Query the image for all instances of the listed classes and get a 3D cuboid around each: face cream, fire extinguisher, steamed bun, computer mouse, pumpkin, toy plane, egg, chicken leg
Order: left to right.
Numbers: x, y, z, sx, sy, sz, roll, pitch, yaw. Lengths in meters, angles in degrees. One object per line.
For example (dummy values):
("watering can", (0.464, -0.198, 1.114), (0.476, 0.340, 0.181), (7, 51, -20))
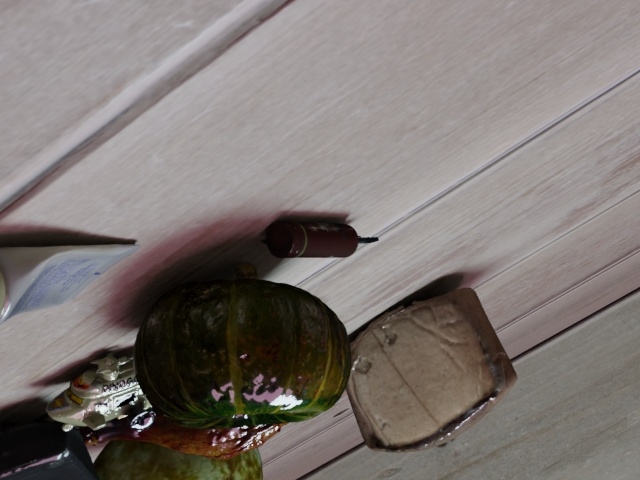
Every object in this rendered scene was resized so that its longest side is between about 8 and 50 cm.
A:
("computer mouse", (-0.407, 0.314, 1.273), (0.170, 0.100, 0.269), (-21, 153, -14))
("face cream", (-0.268, 0.039, 0.840), (0.114, 0.070, 0.224), (-34, 171, 22))
("toy plane", (-0.218, 0.175, 1.207), (0.287, 0.092, 0.108), (-13, 132, -28))
("egg", (-0.232, 0.383, 1.467), (0.290, 0.238, 0.238), (-10, 154, -35))
("chicken leg", (-0.153, 0.241, 1.344), (0.407, 0.157, 0.096), (-21, 166, -4))
("pumpkin", (-0.091, 0.120, 1.082), (0.261, 0.189, 0.260), (-4, 164, -1))
("fire extinguisher", (0.000, 0.000, 1.088), (0.064, 0.043, 0.158), (-4, 177, 37))
("steamed bun", (0.196, 0.234, 1.666), (0.301, 0.251, 0.199), (-31, 171, 22))

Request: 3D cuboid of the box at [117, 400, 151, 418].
("box", (-0.269, 0.222, 1.273), (0.058, 0.015, 0.093), (-18, -167, -28))
